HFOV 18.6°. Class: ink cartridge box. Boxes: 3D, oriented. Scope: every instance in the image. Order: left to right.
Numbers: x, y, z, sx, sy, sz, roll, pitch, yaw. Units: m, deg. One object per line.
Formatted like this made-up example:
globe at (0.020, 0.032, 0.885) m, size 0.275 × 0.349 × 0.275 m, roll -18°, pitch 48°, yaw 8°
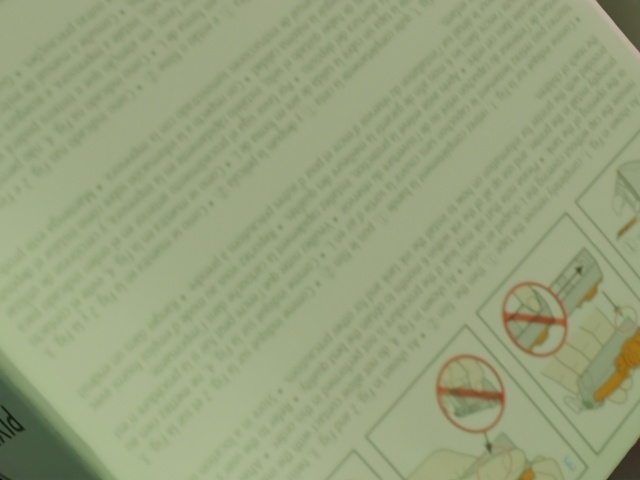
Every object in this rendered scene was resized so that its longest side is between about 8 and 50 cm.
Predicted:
ink cartridge box at (0.000, 0.000, 0.745) m, size 0.385 × 0.091 × 0.308 m, roll 50°, pitch 56°, yaw -7°

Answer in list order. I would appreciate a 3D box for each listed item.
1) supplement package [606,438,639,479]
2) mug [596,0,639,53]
supplement package at (0.141, 0.078, 0.935) m, size 0.194 × 0.203 × 0.149 m, roll 40°, pitch 50°, yaw -33°
mug at (0.095, -0.064, 0.960) m, size 0.113 × 0.169 × 0.150 m, roll -27°, pitch 98°, yaw -50°
